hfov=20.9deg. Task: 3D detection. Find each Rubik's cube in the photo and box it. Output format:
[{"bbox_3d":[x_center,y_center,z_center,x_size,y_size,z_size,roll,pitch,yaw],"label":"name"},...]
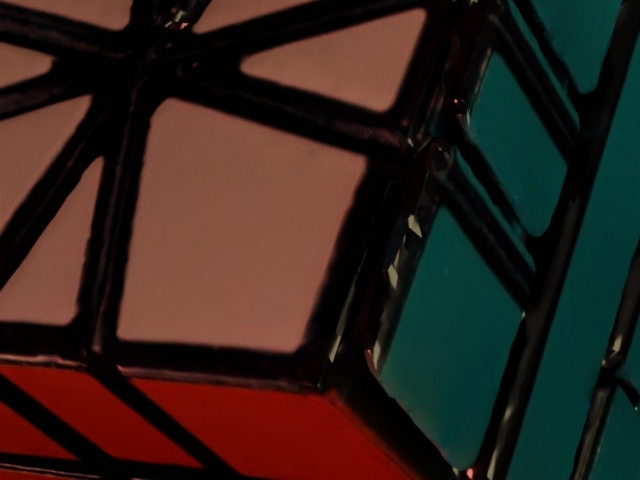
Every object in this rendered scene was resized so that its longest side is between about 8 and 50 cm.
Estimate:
[{"bbox_3d":[0.000,0.000,0.771,0.283,0.293,0.288,53,52,-46],"label":"Rubik's cube"}]
